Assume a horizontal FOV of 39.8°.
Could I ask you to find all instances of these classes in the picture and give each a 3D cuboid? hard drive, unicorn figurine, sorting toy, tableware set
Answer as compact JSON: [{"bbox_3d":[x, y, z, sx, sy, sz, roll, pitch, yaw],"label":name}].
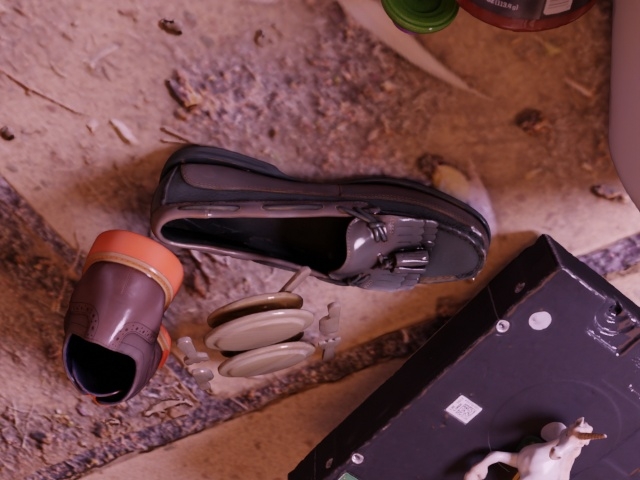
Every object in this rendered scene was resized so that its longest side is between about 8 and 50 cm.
[{"bbox_3d":[0.162,0.180,0.779,0.237,0.064,0.339,34,113,-18],"label":"hard drive"},{"bbox_3d":[0.181,0.203,0.730,0.111,0.060,0.162,-25,131,2],"label":"unicorn figurine"},{"bbox_3d":[0.046,-0.166,0.569,0.102,0.061,0.042,51,157,11],"label":"sorting toy"},{"bbox_3d":[-0.049,0.074,0.727,0.128,0.039,0.194,-13,161,-6],"label":"tableware set"}]

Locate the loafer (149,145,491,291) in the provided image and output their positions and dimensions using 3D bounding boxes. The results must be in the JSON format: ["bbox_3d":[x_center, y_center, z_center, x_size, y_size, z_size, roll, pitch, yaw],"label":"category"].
[{"bbox_3d":[0.000,0.000,0.683,0.267,0.084,0.096,11,126,-1],"label":"loafer"}]

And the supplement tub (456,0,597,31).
[{"bbox_3d":[0.118,-0.205,0.453,0.106,0.106,0.198,3,156,5],"label":"supplement tub"}]

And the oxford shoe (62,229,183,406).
[{"bbox_3d":[-0.182,0.093,0.737,0.096,0.098,0.271,20,148,-2],"label":"oxford shoe"}]

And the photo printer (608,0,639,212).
[{"bbox_3d":[0.257,-0.089,0.481,0.107,0.256,0.308,-16,127,-7],"label":"photo printer"}]
